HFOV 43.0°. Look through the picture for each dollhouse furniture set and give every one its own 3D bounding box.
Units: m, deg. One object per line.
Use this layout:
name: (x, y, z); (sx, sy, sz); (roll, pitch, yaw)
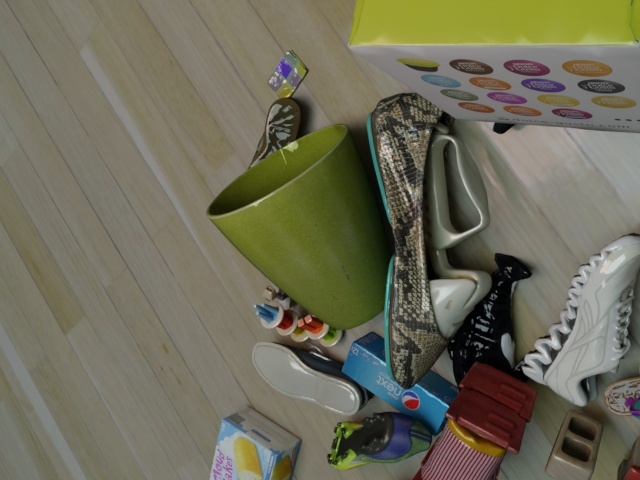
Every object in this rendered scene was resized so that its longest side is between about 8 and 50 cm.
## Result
dollhouse furniture set: (-0.043, 0.128, 1.555); (0.114, 0.091, 0.081); (29, 131, 24)
dollhouse furniture set: (0.346, 0.367, 1.231); (0.374, 0.152, 0.201); (25, 124, 15)

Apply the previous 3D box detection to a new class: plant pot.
plant pot: (0.000, 0.000, 1.384); (0.275, 0.274, 0.293); (-18, 112, 37)

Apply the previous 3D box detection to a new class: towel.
towel: (-0.062, -0.303, 1.503); (0.060, 0.009, 0.083); (52, 125, 15)

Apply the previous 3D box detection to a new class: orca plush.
orca plush: (0.271, 0.171, 1.316); (0.151, 0.102, 0.287); (33, 118, 25)

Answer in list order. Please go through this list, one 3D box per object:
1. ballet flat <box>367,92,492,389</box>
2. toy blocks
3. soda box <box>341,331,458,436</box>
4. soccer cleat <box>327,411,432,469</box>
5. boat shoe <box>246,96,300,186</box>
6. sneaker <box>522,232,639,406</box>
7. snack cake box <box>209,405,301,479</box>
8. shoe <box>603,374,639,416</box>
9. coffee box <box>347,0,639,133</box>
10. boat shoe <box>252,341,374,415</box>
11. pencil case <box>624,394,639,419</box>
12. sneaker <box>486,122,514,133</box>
ballet flat: (0.181, -0.001, 1.294); (0.182, 0.164, 0.482); (-4, 89, 27)
toy blocks: (-0.046, 0.150, 1.508); (0.123, 0.148, 0.054); (4, 72, 35)
soda box: (0.145, 0.252, 1.447); (0.210, 0.067, 0.071); (32, 118, 26)
soccer cleat: (0.100, 0.371, 1.463); (0.289, 0.121, 0.093); (136, 149, -61)
boat shoe: (-0.082, -0.160, 1.514); (0.080, 0.073, 0.223); (19, 110, 4)
sneaker: (0.412, 0.119, 1.192); (0.118, 0.110, 0.292); (45, 131, 35)
snack cake box: (-0.149, 0.502, 1.705); (0.152, 0.089, 0.264); (25, 114, 28)
shoe: (0.527, 0.217, 1.178); (0.219, 0.058, 0.076); (-12, 74, 33)
coffee box: (0.281, -0.340, 0.989); (0.338, 0.334, 0.338); (9, 87, 34)
boat shoe: (-0.015, 0.253, 1.556); (0.255, 0.079, 0.095); (15, 107, 30)
pencil case: (0.496, 0.278, 1.133); (0.151, 0.064, 0.070); (54, 154, -5)
sneaker: (0.348, -0.209, 1.185); (0.121, 0.079, 0.217); (51, 123, 17)
